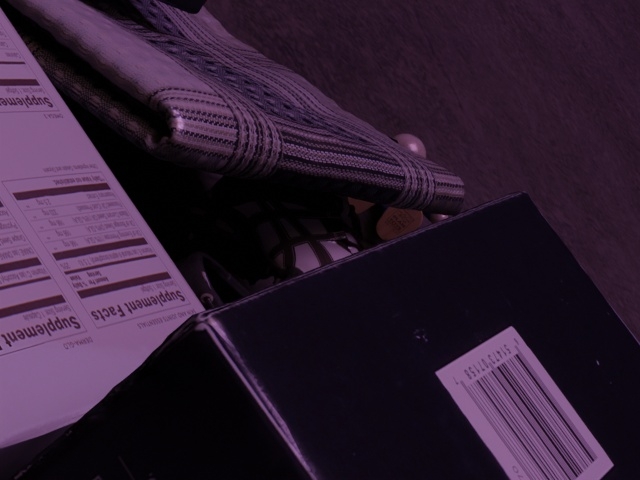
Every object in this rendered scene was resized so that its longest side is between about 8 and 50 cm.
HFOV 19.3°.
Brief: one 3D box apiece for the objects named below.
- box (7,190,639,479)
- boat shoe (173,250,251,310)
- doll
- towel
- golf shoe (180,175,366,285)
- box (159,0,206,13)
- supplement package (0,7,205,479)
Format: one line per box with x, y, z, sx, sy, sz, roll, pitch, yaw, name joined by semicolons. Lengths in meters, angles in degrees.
-0.030;0.157;0.749;0.179;0.312;0.343;54;24;7;box
-0.019;0.081;1.187;0.228;0.076;0.080;39;25;-25;boat shoe
0.063;-0.048;1.571;0.129;0.046;0.189;39;18;-5;doll
-0.094;-0.120;1.205;0.324;0.056;0.312;35;15;34;towel
0.000;0.000;1.219;0.198;0.094;0.077;31;-11;31;golf shoe
-0.214;-0.313;1.178;0.296;0.183;0.294;38;12;34;box
-0.214;0.011;0.768;0.263;0.199;0.198;55;22;9;supplement package
